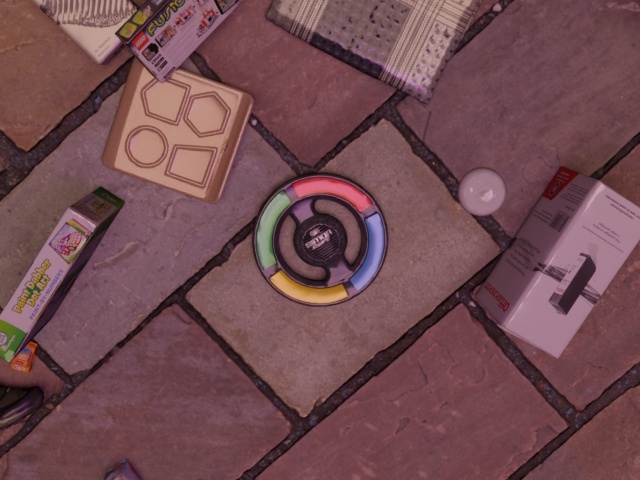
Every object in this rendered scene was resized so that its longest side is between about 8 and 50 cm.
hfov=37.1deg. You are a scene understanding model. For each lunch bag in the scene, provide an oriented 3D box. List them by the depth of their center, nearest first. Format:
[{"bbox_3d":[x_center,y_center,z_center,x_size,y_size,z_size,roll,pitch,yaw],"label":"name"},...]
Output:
[{"bbox_3d":[-0.341,0.429,1.642,0.053,0.083,0.071,-34,102,3],"label":"lunch bag"}]

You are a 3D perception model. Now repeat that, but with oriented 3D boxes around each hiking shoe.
[{"bbox_3d":[-0.581,0.258,1.593,0.227,0.086,0.114,-9,105,-1],"label":"hiking shoe"}]

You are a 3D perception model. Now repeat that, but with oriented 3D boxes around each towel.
[{"bbox_3d":[0.113,-0.431,1.529,0.312,0.056,0.324,26,100,-5],"label":"towel"}]

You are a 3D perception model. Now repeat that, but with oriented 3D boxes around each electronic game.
[{"bbox_3d":[0.000,0.000,1.599,0.229,0.048,0.229,-1,101,-3],"label":"electronic game"}]

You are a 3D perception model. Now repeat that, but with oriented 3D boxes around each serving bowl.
[{"bbox_3d":[0.275,-0.080,1.611,0.083,0.027,0.083,-1,102,-4],"label":"serving bowl"}]

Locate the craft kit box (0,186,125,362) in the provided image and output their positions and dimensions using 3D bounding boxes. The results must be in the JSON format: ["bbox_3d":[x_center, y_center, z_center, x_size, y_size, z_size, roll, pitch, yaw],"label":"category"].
[{"bbox_3d":[-0.407,0.044,1.480,0.061,0.250,0.246,36,96,-8],"label":"craft kit box"}]

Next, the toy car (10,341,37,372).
[{"bbox_3d":[-0.535,0.178,1.603,0.122,0.040,0.060,34,97,-10],"label":"toy car"}]

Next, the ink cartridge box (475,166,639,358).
[{"bbox_3d":[0.388,0.032,1.553,0.114,0.197,0.273,32,98,-9],"label":"ink cartridge box"}]

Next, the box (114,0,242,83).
[{"bbox_3d":[-0.209,-0.353,1.472,0.207,0.114,0.036,-46,58,-4],"label":"box"}]

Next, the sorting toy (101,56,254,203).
[{"bbox_3d":[-0.233,-0.181,1.559,0.208,0.038,0.193,20,99,-3],"label":"sorting toy"}]

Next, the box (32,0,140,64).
[{"bbox_3d":[-0.402,-0.405,1.471,0.275,0.094,0.113,43,94,-11],"label":"box"}]
